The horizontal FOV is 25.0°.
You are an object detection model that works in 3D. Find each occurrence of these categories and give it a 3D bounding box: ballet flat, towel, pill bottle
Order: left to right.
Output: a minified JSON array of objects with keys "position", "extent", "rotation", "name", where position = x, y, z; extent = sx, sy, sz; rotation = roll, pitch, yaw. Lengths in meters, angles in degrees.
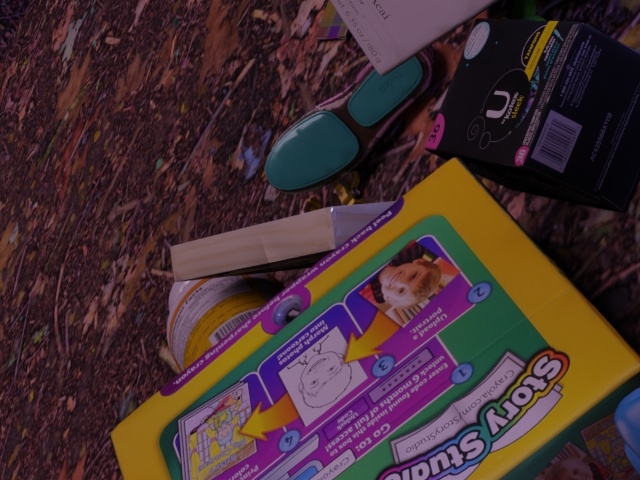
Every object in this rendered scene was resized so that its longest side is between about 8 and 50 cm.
[{"position":[-0.075,0.105,1.430],"extent":[0.136,0.136,0.246],"rotation":[-63,26,10],"name":"pill bottle"},{"position":[0.022,-0.260,1.674],"extent":[0.083,0.009,0.060],"rotation":[14,82,63],"name":"towel"},{"position":[0.037,-0.126,1.473],"extent":[0.221,0.077,0.079],"rotation":[-42,-3,25],"name":"ballet flat"}]

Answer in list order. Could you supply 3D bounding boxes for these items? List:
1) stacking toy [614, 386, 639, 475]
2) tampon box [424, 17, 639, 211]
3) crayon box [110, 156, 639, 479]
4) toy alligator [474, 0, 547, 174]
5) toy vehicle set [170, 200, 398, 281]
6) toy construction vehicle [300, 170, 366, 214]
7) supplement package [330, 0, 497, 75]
[{"position":[0.284,0.013,0.829],"extent":[0.166,0.175,0.302],"rotation":[-33,31,45],"name":"stacking toy"},{"position":[0.178,-0.102,1.146],"extent":[0.161,0.101,0.120],"rotation":[19,87,64],"name":"tampon box"},{"position":[0.040,0.145,1.048],"extent":[0.363,0.106,0.313],"rotation":[-39,34,4],"name":"crayon box"},{"position":[0.162,-0.132,1.252],"extent":[0.051,0.056,0.190],"rotation":[9,78,63],"name":"toy alligator"},{"position":[0.000,0.000,1.314],"extent":[0.267,0.166,0.035],"rotation":[-13,84,54],"name":"toy vehicle set"},{"position":[0.012,-0.024,1.480],"extent":[0.086,0.035,0.098],"rotation":[-46,33,37],"name":"toy construction vehicle"},{"position":[0.136,-0.298,1.219],"extent":[0.175,0.177,0.293],"rotation":[-37,5,-37],"name":"supplement package"}]
